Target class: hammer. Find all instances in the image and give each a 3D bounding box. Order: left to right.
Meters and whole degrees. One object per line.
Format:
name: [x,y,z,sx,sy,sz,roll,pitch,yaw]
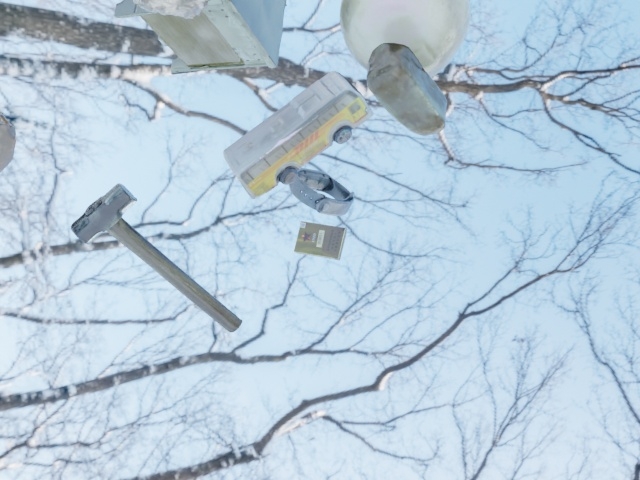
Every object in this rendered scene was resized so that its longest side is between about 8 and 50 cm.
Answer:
hammer: [-0.270,0.053,1.115,0.111,0.365,0.043,-44,-148,-1]

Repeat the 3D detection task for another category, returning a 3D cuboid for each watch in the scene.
watch: [0.006,-0.138,1.781,0.193,0.206,0.068,51,-60,42]

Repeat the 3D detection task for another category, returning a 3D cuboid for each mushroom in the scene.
mushroom: [0.230,-0.547,1.484,0.356,0.315,0.315,-28,-108,-2]

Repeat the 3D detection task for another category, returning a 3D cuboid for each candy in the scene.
candy: [0.200,-0.338,1.408,0.102,0.234,0.104,-16,-132,36]

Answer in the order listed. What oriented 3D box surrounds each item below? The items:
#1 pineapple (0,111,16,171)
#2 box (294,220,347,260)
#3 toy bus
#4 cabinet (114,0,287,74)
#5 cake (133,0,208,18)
pineapple: [-0.769,-0.262,1.240,0.341,0.169,0.169,36,-60,16]
box: [0.000,0.000,1.686,0.133,0.023,0.090,8,-103,20]
toy bus: [-0.041,-0.188,1.091,0.268,0.106,0.092,-36,-127,1]
cabinet: [-0.290,-0.592,1.549,0.318,0.290,0.227,1,-105,20]
cake: [-0.228,-0.443,0.966,0.135,0.135,0.147,-40,-116,49]
